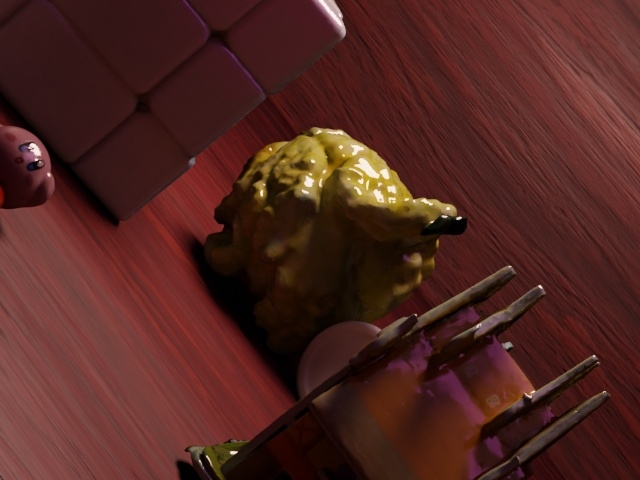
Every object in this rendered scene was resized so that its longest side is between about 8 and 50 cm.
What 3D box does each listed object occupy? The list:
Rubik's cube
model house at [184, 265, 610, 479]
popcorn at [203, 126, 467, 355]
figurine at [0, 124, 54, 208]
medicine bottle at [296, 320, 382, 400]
[{"bbox_3d":[-0.192,-0.263,1.590,0.318,0.316,0.322,49,7,-14],"label":"Rubik's cube"},{"bbox_3d":[0.111,0.190,1.273,0.242,0.313,0.358,56,8,15],"label":"model house"},{"bbox_3d":[-0.004,-0.006,1.738,0.237,0.293,0.293,57,9,22],"label":"popcorn"},{"bbox_3d":[-0.256,-0.061,1.193,0.083,0.071,0.067,60,-33,9],"label":"figurine"},{"bbox_3d":[0.098,0.202,1.783,0.130,0.130,0.341,56,10,30],"label":"medicine bottle"}]
